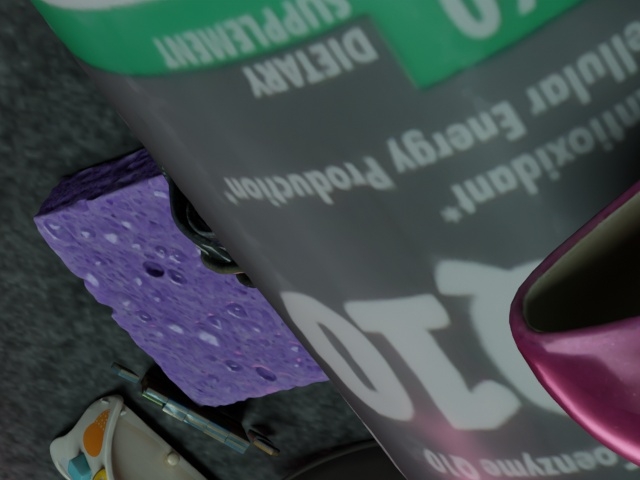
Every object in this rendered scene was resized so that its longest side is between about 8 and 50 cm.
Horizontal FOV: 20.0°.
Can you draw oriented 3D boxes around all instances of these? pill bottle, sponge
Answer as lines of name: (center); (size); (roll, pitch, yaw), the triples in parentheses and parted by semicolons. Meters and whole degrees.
pill bottle: (0.091, -0.011, 0.500); (0.204, 0.204, 0.361); (-14, 128, 35)
sponge: (0.000, 0.000, 0.685); (0.210, 0.031, 0.117); (-17, 125, 38)

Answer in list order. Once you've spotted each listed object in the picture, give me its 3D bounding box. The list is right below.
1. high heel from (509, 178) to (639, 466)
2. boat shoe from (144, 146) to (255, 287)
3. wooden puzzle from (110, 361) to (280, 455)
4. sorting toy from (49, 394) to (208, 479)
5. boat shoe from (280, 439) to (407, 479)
high heel: (0.143, -0.046, 0.340); (0.117, 0.082, 0.244); (26, 115, -38)
boat shoe: (-0.020, -0.025, 0.591); (0.080, 0.076, 0.228); (-14, 111, 36)
wooden puzzle: (-0.054, 0.074, 0.784); (0.083, 0.006, 0.049); (30, 180, -8)
sorting toy: (-0.094, 0.114, 0.850); (0.083, 0.045, 0.075); (46, 154, -24)
boat shoe: (0.059, 0.124, 0.758); (0.206, 0.075, 0.065); (-14, 124, 29)
